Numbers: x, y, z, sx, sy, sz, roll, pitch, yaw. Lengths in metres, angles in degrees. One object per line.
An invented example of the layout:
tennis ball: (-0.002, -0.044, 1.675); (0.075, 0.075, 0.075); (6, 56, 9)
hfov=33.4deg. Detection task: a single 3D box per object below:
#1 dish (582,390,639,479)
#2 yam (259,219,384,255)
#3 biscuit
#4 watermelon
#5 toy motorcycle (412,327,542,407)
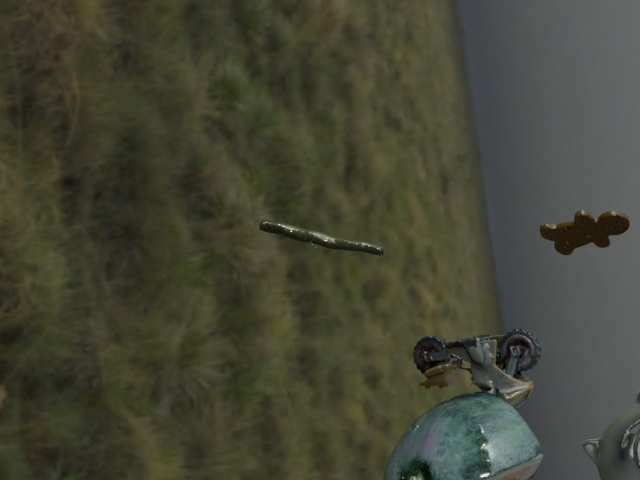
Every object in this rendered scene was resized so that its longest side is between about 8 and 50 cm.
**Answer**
dish: (0.563, 0.361, 1.804); (0.236, 0.228, 0.086); (-62, 161, -18)
yam: (0.001, -0.001, 1.893); (0.029, 0.234, 0.027); (-45, 144, -60)
biscuit: (0.626, -0.026, 2.494); (0.138, 0.205, 0.031); (39, 48, -32)
watermelon: (0.168, 0.340, 1.607); (0.175, 0.322, 0.188); (7, 43, -46)
toy motorcycle: (0.260, 0.216, 1.771); (0.094, 0.229, 0.129); (-11, 92, -58)
